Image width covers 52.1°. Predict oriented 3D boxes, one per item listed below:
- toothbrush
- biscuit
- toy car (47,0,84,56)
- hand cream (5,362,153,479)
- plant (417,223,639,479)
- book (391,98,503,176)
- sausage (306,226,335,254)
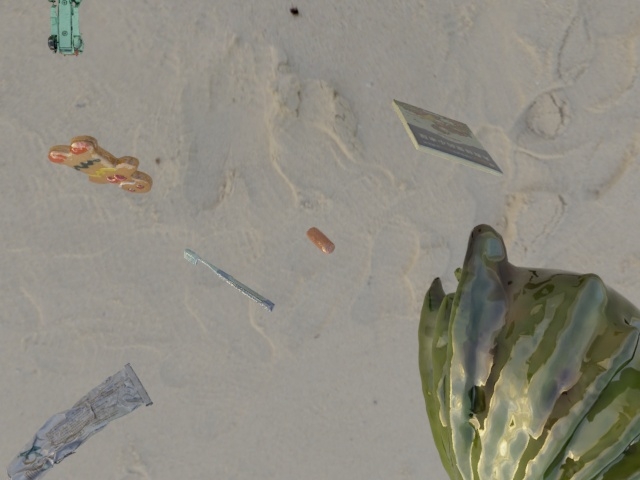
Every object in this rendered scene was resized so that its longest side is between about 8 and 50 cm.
[{"bbox_3d":[-0.169,0.071,1.180,0.219,0.016,0.019,29,117,25],"label":"toothbrush"},{"bbox_3d":[-0.507,-0.167,1.560,0.165,0.036,0.250,-13,151,33],"label":"biscuit"},{"bbox_3d":[-0.542,-0.468,1.396,0.073,0.054,0.143,-3,89,-7],"label":"toy car"},{"bbox_3d":[-0.381,0.296,1.000,0.257,0.084,0.050,-38,150,-13],"label":"hand cream"},{"bbox_3d":[0.106,0.156,0.382,0.333,0.251,0.180,-46,150,-19],"label":"plant"},{"bbox_3d":[0.306,-0.260,1.620,0.228,0.322,0.018,15,117,-15],"label":"book"},{"bbox_3d":[0.000,0.000,1.554,0.034,0.083,0.034,-32,147,-24],"label":"sausage"}]
